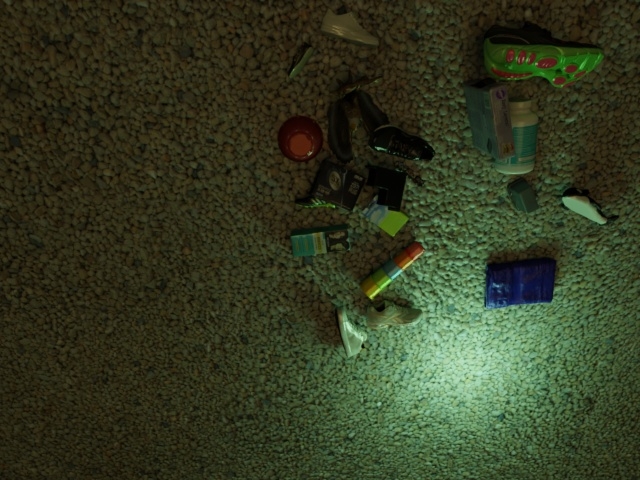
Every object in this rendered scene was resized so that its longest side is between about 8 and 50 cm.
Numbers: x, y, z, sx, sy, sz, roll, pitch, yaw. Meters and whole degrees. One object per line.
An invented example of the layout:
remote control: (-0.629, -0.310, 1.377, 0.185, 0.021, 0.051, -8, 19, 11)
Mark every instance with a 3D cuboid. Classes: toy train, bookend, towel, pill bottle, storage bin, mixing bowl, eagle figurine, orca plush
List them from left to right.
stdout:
mixing bowl: (-0.075, -0.373, 1.711, 0.181, 0.098, 0.182, -1, 115, -3)
eagle figurine: (0.126, -0.451, 1.662, 0.226, 0.225, 0.298, 22, 156, 30)
bookend: (0.244, -0.202, 1.765, 0.156, 0.072, 0.158, 7, 96, -29)
toy train: (0.357, -0.271, 1.814, 0.158, 0.027, 0.036, 35, 105, -17)
pill bottle: (0.741, -0.395, 1.709, 0.146, 0.146, 0.264, -6, 115, 0)
towel: (0.896, 0.200, 2.025, 0.307, 0.076, 0.228, -7, 115, 1)
storage bin: (0.829, -0.174, 1.844, 0.098, 0.091, 0.135, -27, 112, 10)
orca plush: (1.112, -0.162, 1.859, 0.286, 0.151, 0.102, 22, 80, -9)

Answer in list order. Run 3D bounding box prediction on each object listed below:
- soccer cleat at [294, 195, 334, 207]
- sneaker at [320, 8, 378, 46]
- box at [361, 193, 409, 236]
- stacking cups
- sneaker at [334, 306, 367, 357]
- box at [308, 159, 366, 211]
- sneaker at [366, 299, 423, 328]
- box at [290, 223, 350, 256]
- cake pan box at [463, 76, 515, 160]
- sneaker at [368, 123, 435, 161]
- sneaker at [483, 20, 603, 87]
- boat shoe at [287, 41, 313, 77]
soccer cleat: (-0.018, -0.170, 1.833, 0.178, 0.060, 0.073, -1, 105, -9)
sneaker: (0.111, -0.741, 1.568, 0.212, 0.080, 0.094, 15, 101, -8)
box: (0.266, -0.108, 1.875, 0.178, 0.042, 0.109, 34, 108, -16)
stacking cups: (0.310, 0.118, 1.962, 0.096, 0.096, 0.316, 42, 103, -19)
sneaker: (0.143, 0.406, 2.081, 0.122, 0.106, 0.290, -17, 124, -2)
box: (0.065, -0.214, 1.776, 0.180, 0.077, 0.148, 23, 90, -12)
sneaker: (0.335, 0.326, 2.050, 0.262, 0.099, 0.121, -7, 110, 0)
box: (0.000, 0.000, 1.904, 0.243, 0.060, 0.101, -7, 115, 1)
cake pan box: (0.604, -0.445, 1.627, 0.070, 0.246, 0.267, -19, 113, 2)
sneaker: (0.310, -0.350, 1.656, 0.283, 0.124, 0.107, -2, 123, -35)
sneaker: (0.776, -0.662, 1.559, 0.481, 0.203, 0.185, 0, 159, -22)
boat shoe: (-0.078, -0.645, 1.619, 0.042, 0.049, 0.133, 44, 115, 10)
